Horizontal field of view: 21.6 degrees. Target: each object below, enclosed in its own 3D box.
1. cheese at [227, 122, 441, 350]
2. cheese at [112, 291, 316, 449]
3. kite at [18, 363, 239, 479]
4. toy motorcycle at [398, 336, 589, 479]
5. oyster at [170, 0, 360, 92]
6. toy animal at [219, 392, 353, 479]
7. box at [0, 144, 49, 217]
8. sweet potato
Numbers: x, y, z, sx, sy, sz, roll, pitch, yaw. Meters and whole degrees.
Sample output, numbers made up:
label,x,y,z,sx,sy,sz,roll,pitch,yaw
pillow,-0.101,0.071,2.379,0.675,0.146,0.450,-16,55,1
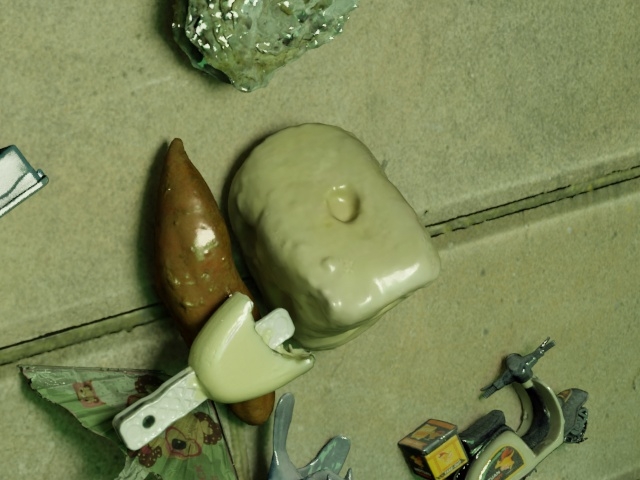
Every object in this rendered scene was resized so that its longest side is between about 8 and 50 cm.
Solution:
label,x,y,z,sx,sy,sz,roll,pitch,yaw
cheese,-0.002,0.000,1.909,0.174,0.251,0.247,-26,76,-16
cheese,-0.118,0.147,1.798,0.235,0.050,0.127,-35,121,-17
kite,-0.182,0.215,1.807,0.323,0.013,0.268,36,35,1
toy motorcycle,0.239,0.245,2.144,0.263,0.091,0.157,-35,111,-24
oyster,-0.047,-0.283,1.847,0.198,0.112,0.267,48,67,-30
toy animal,-0.044,0.311,1.937,0.239,0.176,0.255,-1,75,-60
box,-0.335,-0.053,1.705,0.099,0.074,0.054,-39,103,-25
sweet potato,-0.124,0.067,1.854,0.106,0.095,0.354,-60,137,-60
